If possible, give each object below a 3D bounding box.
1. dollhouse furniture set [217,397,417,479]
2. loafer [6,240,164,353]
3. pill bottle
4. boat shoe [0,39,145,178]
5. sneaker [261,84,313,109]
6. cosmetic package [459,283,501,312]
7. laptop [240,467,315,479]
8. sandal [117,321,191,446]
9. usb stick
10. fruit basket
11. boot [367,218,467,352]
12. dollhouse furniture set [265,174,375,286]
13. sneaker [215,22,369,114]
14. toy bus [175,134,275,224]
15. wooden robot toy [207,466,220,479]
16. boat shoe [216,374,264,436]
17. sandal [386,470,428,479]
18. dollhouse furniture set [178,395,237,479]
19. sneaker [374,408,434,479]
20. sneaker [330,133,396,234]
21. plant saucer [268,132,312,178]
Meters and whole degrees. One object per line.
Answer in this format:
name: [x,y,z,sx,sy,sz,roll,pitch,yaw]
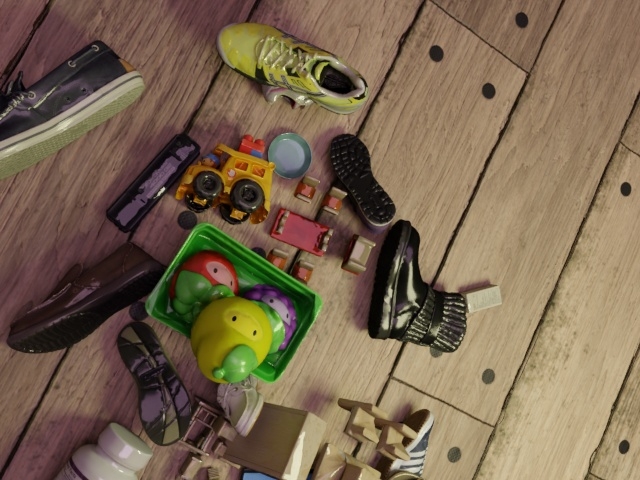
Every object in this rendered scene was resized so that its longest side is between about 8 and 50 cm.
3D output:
dollhouse furniture set: [-0.014,0.563,1.558,0.394,0.257,0.362,41,62,-32]
loafer: [-0.539,0.127,1.418,0.366,0.133,0.130,-30,64,-15]
pill bottle: [-0.521,0.570,1.394,0.169,0.169,0.301,41,78,-16]
boat shoe: [-0.623,-0.269,1.336,0.500,0.187,0.156,-38,98,-20]
sneaker: [-0.040,-0.389,1.592,0.253,0.103,0.111,-1,93,-12]
cosmetic package: [0.468,0.170,1.816,0.115,0.041,0.060,-11,95,-20]
laptop: [-0.095,0.731,1.566,0.235,0.136,0.264,8,47,-20]
sandal: [-0.391,0.337,1.487,0.120,0.086,0.302,-19,83,-13]
usb stick: [-0.398,-0.140,1.489,0.077,0.045,0.278,41,78,-9]
fruit basket: [-0.191,0.164,1.403,0.392,0.392,0.282,34,80,-18]
boot: [0.284,0.127,1.697,0.260,0.131,0.347,9,99,-13]
dollhouse furniture set: [0.000,0.000,1.616,0.259,0.135,0.261,23,83,-8]
sneaker: [-0.055,-0.422,1.460,0.385,0.147,0.145,18,89,-11]
toy bus: [-0.220,-0.164,1.510,0.220,0.149,0.211,17,72,-17]
wooden robot toy: [-0.249,0.612,1.488,0.076,0.173,0.079,7,123,-7]
boat shoe: [-0.200,0.369,1.454,0.096,0.277,0.098,34,88,-13]
sandal: [0.257,0.664,1.647,0.180,0.049,0.072,21,92,-11]
dollhouse furniture set: [-0.297,0.485,1.478,0.101,0.161,0.181,34,79,-18]
sneaker: [0.264,0.614,1.719,0.153,0.099,0.282,35,86,-13]
sneaker: [0.096,-0.143,1.649,0.107,0.124,0.283,-19,73,-12]
plant saucer: [-0.081,-0.219,1.615,0.120,0.021,0.119,0,91,-21]
